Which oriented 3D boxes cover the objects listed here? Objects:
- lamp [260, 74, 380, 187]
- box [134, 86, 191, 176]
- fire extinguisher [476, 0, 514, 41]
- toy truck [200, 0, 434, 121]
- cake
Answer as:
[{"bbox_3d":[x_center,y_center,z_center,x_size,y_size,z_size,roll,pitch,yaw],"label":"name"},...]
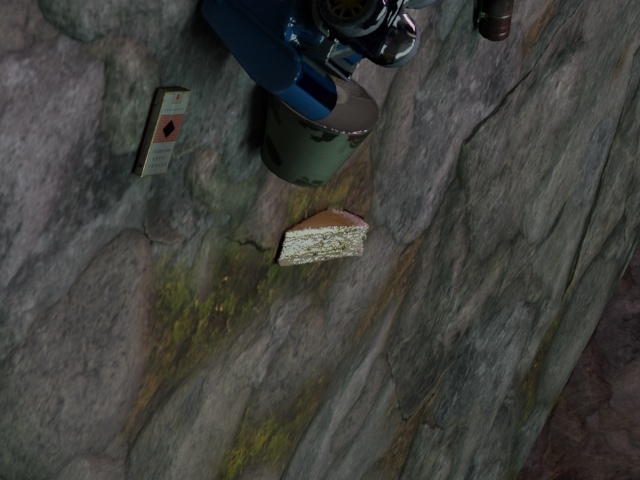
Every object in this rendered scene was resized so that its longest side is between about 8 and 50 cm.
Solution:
[{"bbox_3d":[0.011,-0.160,1.597,0.121,0.121,0.215,-34,154,-54],"label":"lamp"},{"bbox_3d":[-0.145,-0.100,1.445,0.046,0.012,0.083,-14,124,-64],"label":"box"},{"bbox_3d":[0.230,-0.333,2.055,0.078,0.045,0.157,-32,144,-33],"label":"fire extinguisher"},{"bbox_3d":[0.033,-0.295,1.444,0.367,0.175,0.146,-65,160,-2],"label":"toy truck"},{"bbox_3d":[0.000,0.000,1.838,0.121,0.065,0.052,-22,130,-52],"label":"cake"}]
